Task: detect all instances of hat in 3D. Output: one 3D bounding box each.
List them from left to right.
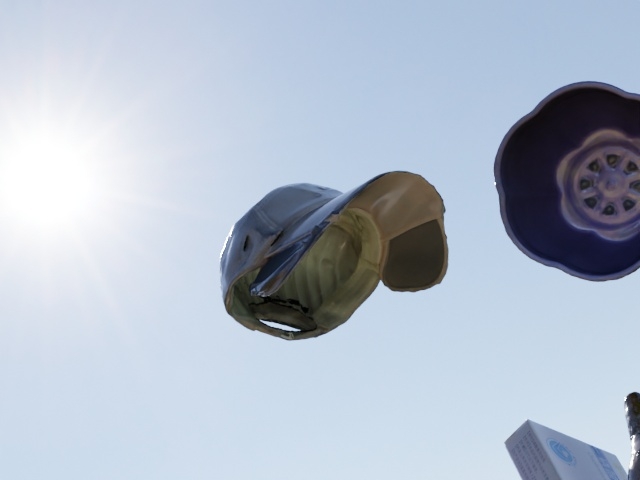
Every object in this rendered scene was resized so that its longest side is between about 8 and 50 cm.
[{"bbox_3d":[0.005,-0.001,1.128,0.232,0.161,0.275,-5,-23,-38],"label":"hat"}]

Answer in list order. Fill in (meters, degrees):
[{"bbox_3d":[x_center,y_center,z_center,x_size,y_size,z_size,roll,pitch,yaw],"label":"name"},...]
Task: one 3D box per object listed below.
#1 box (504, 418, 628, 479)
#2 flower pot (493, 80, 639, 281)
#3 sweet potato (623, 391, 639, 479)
[{"bbox_3d":[0.398,0.409,1.417,0.200,0.343,0.065,25,-66,-29],"label":"box"},{"bbox_3d":[0.396,-0.075,1.460,0.265,0.265,0.243,-34,-13,17],"label":"flower pot"},{"bbox_3d":[0.423,0.333,1.248,0.079,0.346,0.108,-31,-36,23],"label":"sweet potato"}]
